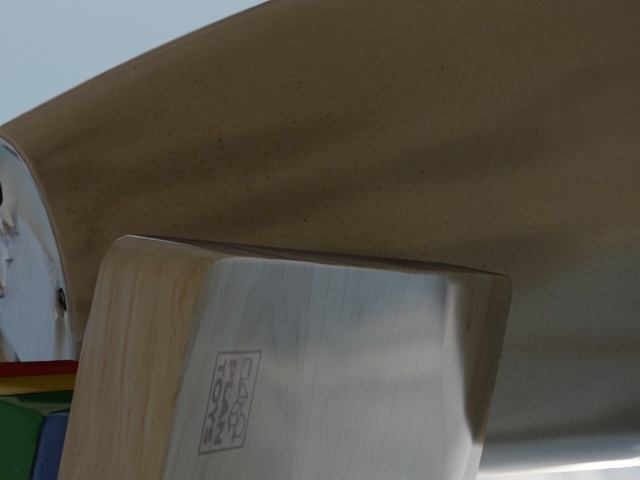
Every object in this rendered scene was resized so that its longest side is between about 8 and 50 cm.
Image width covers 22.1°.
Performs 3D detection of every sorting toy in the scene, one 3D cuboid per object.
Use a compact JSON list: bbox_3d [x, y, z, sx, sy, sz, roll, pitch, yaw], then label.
[{"bbox_3d":[-0.042,0.125,0.465,0.089,0.257,0.255,12,-178,21],"label":"sorting toy"}]

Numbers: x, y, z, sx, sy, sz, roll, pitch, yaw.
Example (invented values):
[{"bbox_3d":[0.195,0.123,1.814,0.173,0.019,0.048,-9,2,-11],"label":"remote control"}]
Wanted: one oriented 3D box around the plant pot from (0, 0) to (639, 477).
[{"bbox_3d":[0.000,0.000,0.703,0.274,0.256,0.256,-10,-160,-28],"label":"plant pot"}]
